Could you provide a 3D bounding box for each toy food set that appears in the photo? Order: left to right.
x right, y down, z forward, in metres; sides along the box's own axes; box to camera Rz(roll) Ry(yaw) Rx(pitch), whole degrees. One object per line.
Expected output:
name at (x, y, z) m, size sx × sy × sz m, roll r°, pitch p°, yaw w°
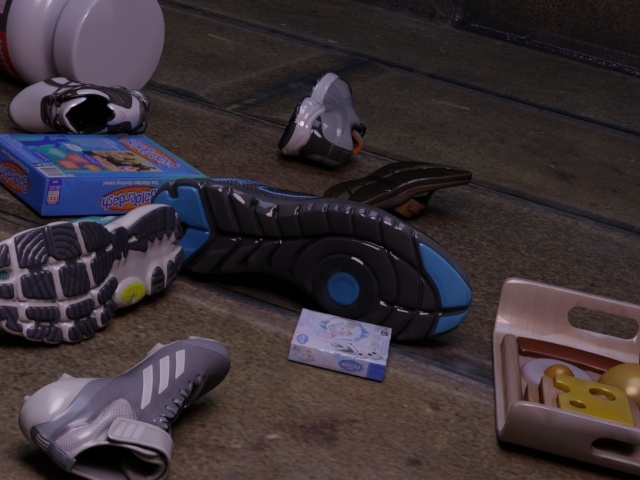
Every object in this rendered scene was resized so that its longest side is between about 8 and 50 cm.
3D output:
toy food set at (0.278, 0.122, 1.239) m, size 0.220 × 0.092 × 0.306 m, roll 13°, pitch 18°, yaw 2°

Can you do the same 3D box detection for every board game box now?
board game box at (-0.259, -0.078, 1.540) m, size 0.210 × 0.047 × 0.160 m, roll -3°, pitch 24°, yaw -38°
board game box at (0.019, 0.097, 1.258) m, size 0.090 × 0.020 × 0.090 m, roll 14°, pitch 19°, yaw 2°

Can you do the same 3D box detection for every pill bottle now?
pill bottle at (-0.411, -0.333, 1.924) m, size 0.363 × 0.210 × 0.210 m, roll 25°, pitch 23°, yaw 33°

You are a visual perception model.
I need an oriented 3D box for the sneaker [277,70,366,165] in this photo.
sneaker at (0.015, -0.164, 1.914) m, size 0.108 × 0.100 × 0.271 m, roll 27°, pitch 23°, yaw -1°

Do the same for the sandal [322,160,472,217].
sandal at (0.097, -0.054, 1.695) m, size 0.219 × 0.060 × 0.090 m, roll -22°, pitch 30°, yaw -35°

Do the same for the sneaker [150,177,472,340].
sneaker at (0.000, 0.000, 1.368) m, size 0.341 × 0.125 × 0.139 m, roll 20°, pitch 15°, yaw 14°

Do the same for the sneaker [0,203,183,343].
sneaker at (-0.232, 0.029, 1.220) m, size 0.110 × 0.107 × 0.275 m, roll 0°, pitch 7°, yaw 26°

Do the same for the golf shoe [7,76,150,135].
golf shoe at (-0.314, -0.166, 1.656) m, size 0.198 × 0.077 × 0.094 m, roll 0°, pitch 7°, yaw 21°

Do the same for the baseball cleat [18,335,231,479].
baseball cleat at (-0.128, 0.135, 1.011) m, size 0.109 × 0.072 × 0.206 m, roll 40°, pitch 35°, yaw 28°
